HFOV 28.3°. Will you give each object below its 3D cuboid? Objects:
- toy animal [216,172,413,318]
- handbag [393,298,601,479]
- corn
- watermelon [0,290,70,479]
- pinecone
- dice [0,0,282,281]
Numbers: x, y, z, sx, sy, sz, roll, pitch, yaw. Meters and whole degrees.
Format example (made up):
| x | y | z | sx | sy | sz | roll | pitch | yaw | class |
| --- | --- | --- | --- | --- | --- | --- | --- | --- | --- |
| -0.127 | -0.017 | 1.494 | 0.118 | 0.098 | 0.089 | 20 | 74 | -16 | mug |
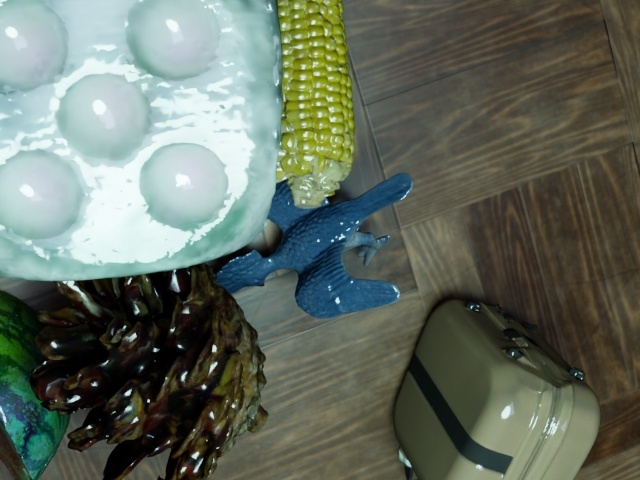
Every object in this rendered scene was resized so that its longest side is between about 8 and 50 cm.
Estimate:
| x | y | z | sx | sy | sz | roll | pitch | yaw | class |
| --- | --- | --- | --- | --- | --- | --- | --- | --- | --- |
| 0.000 | 0.000 | 1.497 | 0.176 | 0.239 | 0.255 | -5 | 150 | -41 | toy animal |
| 0.190 | 0.237 | 1.532 | 0.149 | 0.302 | 0.283 | 16 | 104 | -17 | handbag |
| -0.030 | -0.209 | 1.438 | 0.130 | 0.130 | 0.346 | -6 | 90 | -14 | corn |
| -0.340 | 0.186 | 1.448 | 0.128 | 0.146 | 0.231 | -26 | 106 | -8 | watermelon |
| -0.188 | 0.140 | 1.401 | 0.242 | 0.298 | 0.296 | -34 | 108 | 1 | pinecone |
| -0.226 | -0.154 | 1.305 | 0.348 | 0.328 | 0.330 | -7 | 105 | -14 | dice |
